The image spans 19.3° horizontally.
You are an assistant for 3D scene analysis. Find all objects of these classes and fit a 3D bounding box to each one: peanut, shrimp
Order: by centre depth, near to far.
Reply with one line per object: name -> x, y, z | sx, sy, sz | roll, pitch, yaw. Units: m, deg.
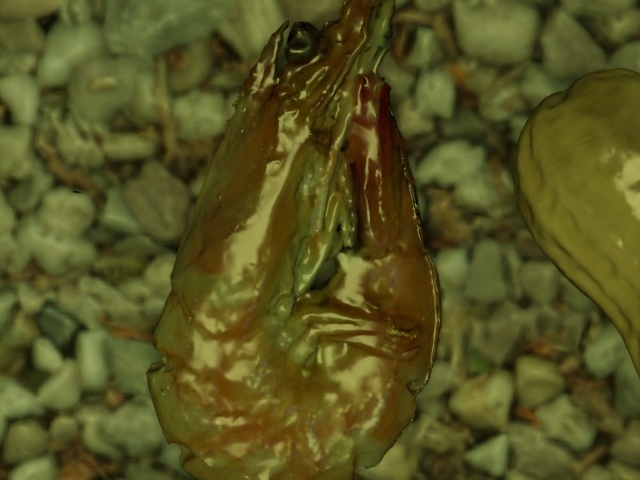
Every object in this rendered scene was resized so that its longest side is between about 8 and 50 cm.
peanut -> 0.197, 0.024, 0.942 | 0.123, 0.123, 0.256 | -37, 74, 7
shrimp -> 0.000, 0.000, 1.005 | 0.154, 0.062, 0.294 | 11, 100, -9
